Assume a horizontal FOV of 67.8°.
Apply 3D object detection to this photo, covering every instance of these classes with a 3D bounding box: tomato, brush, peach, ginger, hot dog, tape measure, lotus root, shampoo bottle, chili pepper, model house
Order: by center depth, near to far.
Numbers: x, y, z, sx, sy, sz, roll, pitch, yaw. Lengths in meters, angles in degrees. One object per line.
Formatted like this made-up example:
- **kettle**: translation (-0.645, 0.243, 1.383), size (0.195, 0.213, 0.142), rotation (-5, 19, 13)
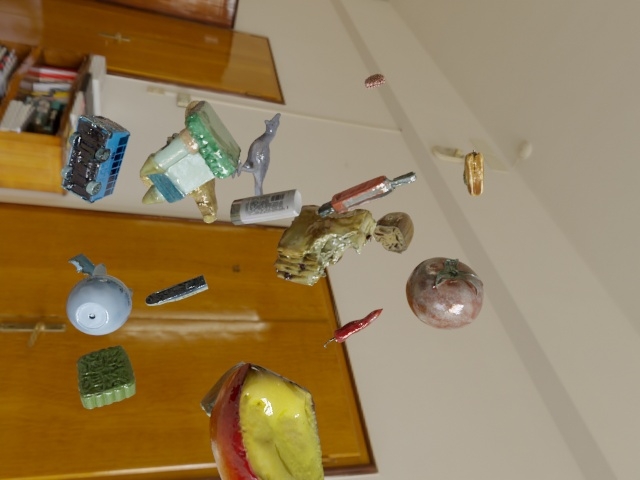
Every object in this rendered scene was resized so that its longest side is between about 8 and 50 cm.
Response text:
- **peach**: translation (-0.159, 0.521, 1.265), size (0.242, 0.306, 0.380), rotation (-22, -109, 35)
- **hot dog**: translation (0.420, -0.183, 1.306), size (0.041, 0.056, 0.133), rotation (-63, 147, -65)
- **model house**: translation (-0.419, -0.225, 1.389), size (0.194, 0.325, 0.267), rotation (54, 10, -24)
- **brush**: translation (0.134, -0.145, 1.436), size (0.051, 0.323, 0.070), rotation (62, 23, -22)
- **shampoo bottle**: translation (-0.172, -0.102, 1.481), size (0.056, 0.227, 0.086), rotation (46, 41, -56)
- **ginger**: translation (-0.443, -0.272, 1.710), size (0.348, 0.122, 0.363), rotation (54, 50, -56)
- **chili pepper**: translation (0.125, 0.334, 1.804), size (0.059, 0.268, 0.050), rotation (59, 3, -24)
- **tomato**: translation (0.511, 0.214, 1.969), size (0.317, 0.316, 0.283), rotation (-112, -153, -52)
- **tape measure**: translation (-0.370, 0.652, 2.013), size (0.259, 0.138, 0.262), rotation (-51, -167, -15)
- **lotus root**: translation (0.380, -0.062, 2.446), size (0.180, 0.199, 0.188), rotation (-56, 138, -35)

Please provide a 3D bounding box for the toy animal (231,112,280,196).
- **toy animal**: translation (-0.234, -0.266, 1.689), size (0.081, 0.206, 0.367), rotation (27, -63, 29)

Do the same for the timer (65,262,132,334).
- **timer**: translation (-0.600, 0.165, 1.290), size (0.255, 0.175, 0.175), rotation (7, -88, 63)

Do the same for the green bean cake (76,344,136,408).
- **green bean cake**: translation (-0.942, 0.590, 2.091), size (0.248, 0.222, 0.125), rotation (55, -35, 39)

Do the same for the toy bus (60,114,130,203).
- **toy bus**: translation (-0.508, -0.189, 1.082), size (0.185, 0.090, 0.106), rotation (-61, 175, 25)

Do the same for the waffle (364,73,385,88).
- **waffle**: translation (0.195, -0.570, 1.706), size (0.083, 0.075, 0.029), rotation (-90, 161, -50)

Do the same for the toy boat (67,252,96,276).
- **toy boat**: translation (-0.743, 0.114, 1.520), size (0.185, 0.077, 0.075), rotation (30, -29, 32)

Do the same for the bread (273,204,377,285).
- **bread**: translation (0.000, 0.000, 1.805), size (0.370, 0.191, 0.314), rotation (-2, -132, 36)

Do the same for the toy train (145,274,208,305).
- **toy train**: translation (-0.556, 0.202, 1.843), size (0.052, 0.234, 0.051), rotation (60, -17, 27)
